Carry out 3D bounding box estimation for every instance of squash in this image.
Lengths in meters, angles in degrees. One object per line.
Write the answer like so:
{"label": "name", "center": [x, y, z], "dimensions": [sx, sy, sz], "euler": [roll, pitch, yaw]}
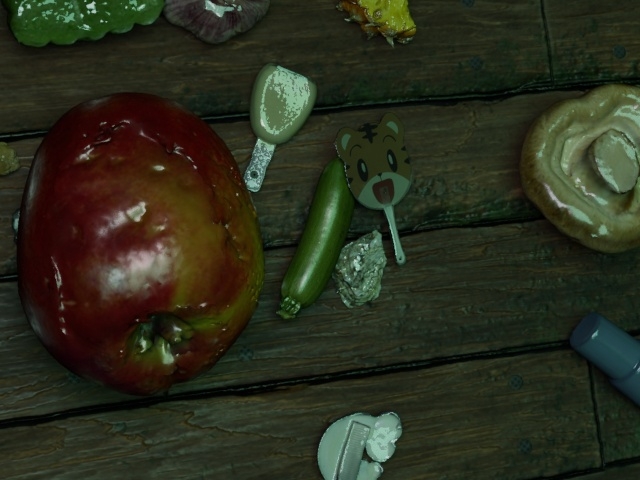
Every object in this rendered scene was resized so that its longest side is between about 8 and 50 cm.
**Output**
{"label": "squash", "center": [0.000, 0.000, 1.971], "dimensions": [0.069, 0.069, 0.258], "euler": [22, 78, -12]}

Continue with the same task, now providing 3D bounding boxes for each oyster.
{"label": "oyster", "center": [0.065, 0.048, 1.990], "dimensions": [0.098, 0.037, 0.100], "euler": [-28, 110, -1]}

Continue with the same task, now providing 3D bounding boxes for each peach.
{"label": "peach", "center": [-0.241, -0.014, 1.816], "dimensions": [0.339, 0.353, 0.417], "euler": [3, 43, -21]}

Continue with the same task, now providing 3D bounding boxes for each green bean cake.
{"label": "green bean cake", "center": [-0.346, -0.401, 1.866], "dimensions": [0.222, 0.125, 0.248], "euler": [-13, 105, -10]}

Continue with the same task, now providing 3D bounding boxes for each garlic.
{"label": "garlic", "center": [-0.149, -0.361, 1.947], "dimensions": [0.159, 0.102, 0.147], "euler": [1, 84, -15]}

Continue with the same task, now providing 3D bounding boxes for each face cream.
{"label": "face cream", "center": [0.553, 0.244, 2.092], "dimensions": [0.385, 0.086, 0.136], "euler": [36, 80, -15]}

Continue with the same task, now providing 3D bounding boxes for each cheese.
{"label": "cheese", "center": [-0.074, -0.163, 1.982], "dimensions": [0.097, 0.037, 0.192], "euler": [22, 79, -11]}

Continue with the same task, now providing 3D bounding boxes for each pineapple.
{"label": "pineapple", "center": [0.092, -0.359, 2.037], "dimensions": [0.137, 0.069, 0.116], "euler": [35, 72, -19]}

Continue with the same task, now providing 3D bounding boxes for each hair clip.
{"label": "hair clip", "center": [0.049, 0.323, 1.967], "dimensions": [0.116, 0.049, 0.172], "euler": [20, 78, -17]}

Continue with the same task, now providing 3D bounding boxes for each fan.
{"label": "fan", "center": [0.096, -0.073, 2.008], "dimensions": [0.152, 0.008, 0.227], "euler": [-20, 98, -43]}

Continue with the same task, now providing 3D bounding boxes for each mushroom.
{"label": "mushroom", "center": [0.437, -0.115, 2.061], "dimensions": [0.278, 0.146, 0.278], "euler": [2, 76, -8]}

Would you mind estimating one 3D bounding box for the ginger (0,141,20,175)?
{"label": "ginger", "center": [-0.494, -0.085, 1.847], "dimensions": [0.165, 0.067, 0.096], "euler": [-14, 67, -16]}
